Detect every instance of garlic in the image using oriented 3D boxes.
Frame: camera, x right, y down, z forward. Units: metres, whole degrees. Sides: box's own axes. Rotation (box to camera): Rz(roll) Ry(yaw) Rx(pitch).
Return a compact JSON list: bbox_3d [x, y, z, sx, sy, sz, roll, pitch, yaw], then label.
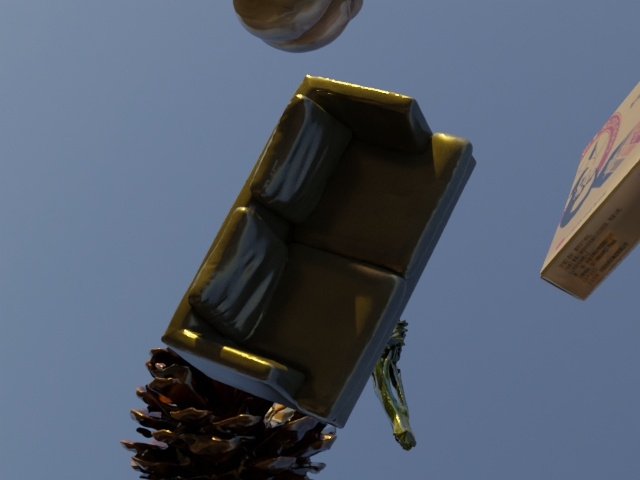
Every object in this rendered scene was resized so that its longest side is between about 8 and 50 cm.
[{"bbox_3d":[0.007,-0.240,1.416,0.194,0.131,0.127,0,-82,22],"label":"garlic"}]

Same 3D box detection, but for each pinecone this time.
[{"bbox_3d":[-0.067,0.129,1.120,0.173,0.173,0.174,-9,-104,43],"label":"pinecone"}]

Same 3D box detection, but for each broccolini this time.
[{"bbox_3d":[0.069,0.125,1.443,0.201,0.074,0.058,-120,-140,-60],"label":"broccolini"}]

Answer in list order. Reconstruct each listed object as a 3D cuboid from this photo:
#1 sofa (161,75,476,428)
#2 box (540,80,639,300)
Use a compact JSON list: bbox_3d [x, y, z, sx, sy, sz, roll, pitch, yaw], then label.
[{"bbox_3d":[0.000,0.000,0.681,0.085,0.060,0.147,18,-109,32],"label":"sofa"},{"bbox_3d":[0.354,-0.114,1.556,0.214,0.069,0.353,-63,-178,-41],"label":"box"}]
